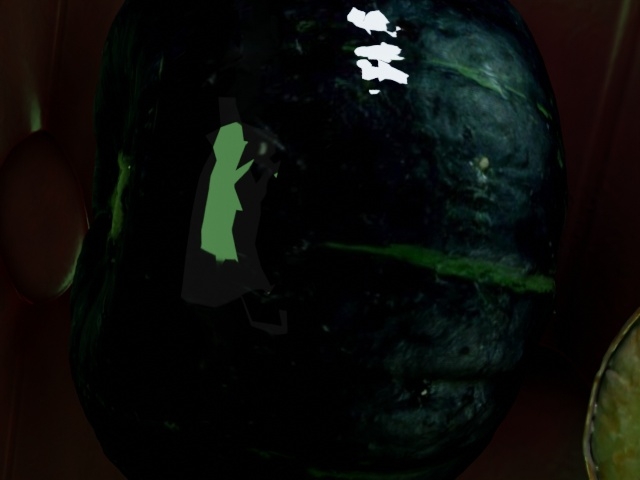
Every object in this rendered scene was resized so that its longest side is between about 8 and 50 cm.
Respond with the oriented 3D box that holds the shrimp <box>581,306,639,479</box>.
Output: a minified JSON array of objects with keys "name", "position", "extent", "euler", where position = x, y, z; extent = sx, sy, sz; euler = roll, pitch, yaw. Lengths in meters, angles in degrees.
[{"name":"shrimp","position":[0.236,0.076,0.475],"extent":[0.289,0.075,0.178],"euler":[-8,86,56]}]

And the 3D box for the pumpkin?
[{"name":"pumpkin","position":[0.000,0.000,0.574],"extent":[0.315,0.238,0.315],"euler":[-25,62,61]}]
